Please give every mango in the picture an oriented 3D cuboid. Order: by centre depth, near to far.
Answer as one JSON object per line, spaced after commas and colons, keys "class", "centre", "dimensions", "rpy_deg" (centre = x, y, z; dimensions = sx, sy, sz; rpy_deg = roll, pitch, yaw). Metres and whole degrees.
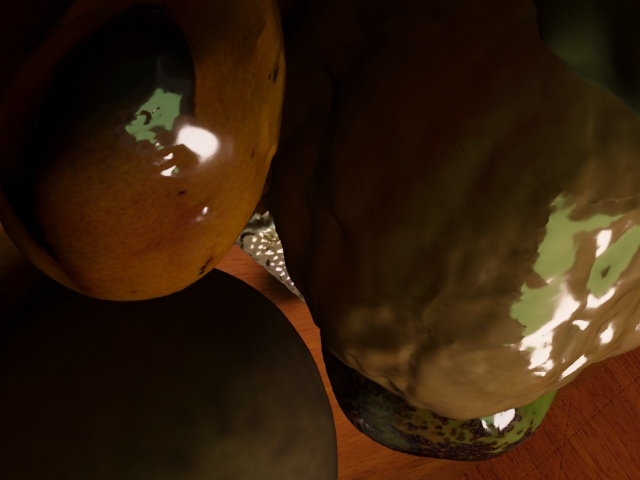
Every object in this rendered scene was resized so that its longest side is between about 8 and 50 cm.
{"class": "mango", "centre": [-0.116, -0.066, 0.933], "dimensions": [0.201, 0.152, 0.287], "rpy_deg": [-16, 155, -17]}

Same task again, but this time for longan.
{"class": "longan", "centre": [-0.157, 0.185, 1.274], "dimensions": [0.361, 0.361, 0.361], "rpy_deg": [-30, 161, -11]}

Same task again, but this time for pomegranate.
{"class": "pomegranate", "centre": [0.141, 0.100, 1.609], "dimensions": [0.285, 0.285, 0.340], "rpy_deg": [-34, 163, 3]}

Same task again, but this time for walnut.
{"class": "walnut", "centre": [0.134, -0.062, 1.117], "dimensions": [0.384, 0.383, 0.383], "rpy_deg": [-30, 161, -11]}

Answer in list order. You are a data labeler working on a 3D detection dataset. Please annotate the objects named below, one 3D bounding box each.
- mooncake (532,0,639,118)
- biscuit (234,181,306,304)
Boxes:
{"class": "mooncake", "centre": [0.229, -0.229, 0.776], "dimensions": [0.194, 0.356, 0.356], "rpy_deg": [-25, 160, -30]}
{"class": "biscuit", "centre": [0.000, 0.000, 1.374], "dimensions": [0.108, 0.062, 0.239], "rpy_deg": [-33, 149, 7]}
